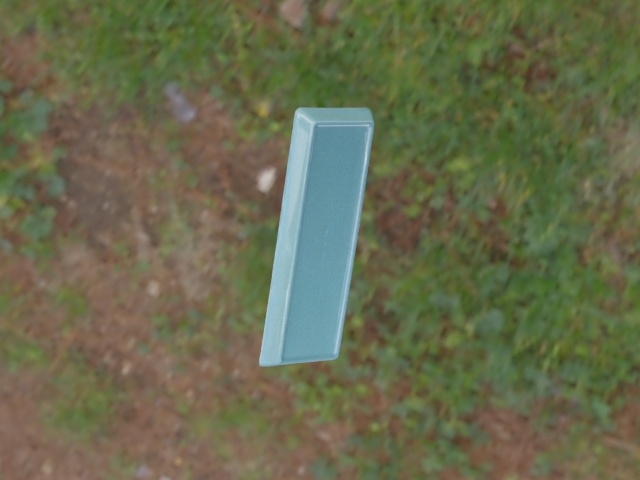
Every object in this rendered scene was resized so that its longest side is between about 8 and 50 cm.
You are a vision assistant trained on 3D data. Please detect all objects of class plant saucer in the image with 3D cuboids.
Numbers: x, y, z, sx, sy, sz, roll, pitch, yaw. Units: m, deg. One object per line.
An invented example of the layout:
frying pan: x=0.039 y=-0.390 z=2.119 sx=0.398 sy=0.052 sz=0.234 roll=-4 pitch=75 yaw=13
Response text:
plant saucer: x=0.000 y=0.000 z=1.352 sx=0.018 sy=0.067 sz=0.192 roll=25 pitch=112 yaw=50
